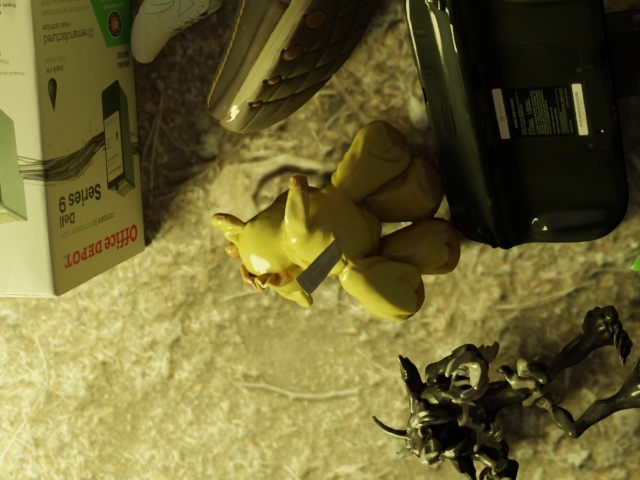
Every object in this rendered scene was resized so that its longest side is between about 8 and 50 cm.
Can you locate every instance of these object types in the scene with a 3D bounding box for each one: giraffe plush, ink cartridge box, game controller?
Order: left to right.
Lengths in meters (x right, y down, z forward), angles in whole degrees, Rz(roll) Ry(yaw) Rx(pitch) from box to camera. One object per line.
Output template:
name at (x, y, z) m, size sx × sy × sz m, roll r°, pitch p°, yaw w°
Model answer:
ink cartridge box at (-0.270, -0.105, 1.541) m, size 0.121 × 0.211 × 0.289 m, roll 2°, pitch 103°, yaw 19°
giraffe plush at (0.000, 0.000, 1.500) m, size 0.170 × 0.210 × 0.181 m, roll -11°, pitch 102°, yaw 51°
game controller at (0.174, -0.121, 1.388) m, size 0.166 × 0.067 × 0.319 m, roll -7°, pitch 129°, yaw 12°

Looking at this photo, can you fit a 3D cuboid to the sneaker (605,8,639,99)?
sneaker at (0.302, -0.159, 1.396) m, size 0.170 × 0.051 × 0.089 m, roll 2°, pitch 95°, yaw 33°

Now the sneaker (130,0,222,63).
sneaker at (-0.134, -0.231, 1.547) m, size 0.061 × 0.053 × 0.152 m, roll 35°, pitch 110°, yaw 7°

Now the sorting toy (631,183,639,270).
sorting toy at (0.403, -0.064, 1.385) m, size 0.196 × 0.047 × 0.348 m, roll 32°, pitch 110°, yaw 11°

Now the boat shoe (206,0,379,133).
boat shoe at (-0.011, -0.267, 1.466) m, size 0.130 × 0.132 × 0.355 m, roll 37°, pitch 102°, yaw 23°

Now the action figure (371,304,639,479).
action figure at (0.169, 0.159, 1.472) m, size 0.275 × 0.141 × 0.164 m, roll -25°, pitch 103°, yaw 22°
